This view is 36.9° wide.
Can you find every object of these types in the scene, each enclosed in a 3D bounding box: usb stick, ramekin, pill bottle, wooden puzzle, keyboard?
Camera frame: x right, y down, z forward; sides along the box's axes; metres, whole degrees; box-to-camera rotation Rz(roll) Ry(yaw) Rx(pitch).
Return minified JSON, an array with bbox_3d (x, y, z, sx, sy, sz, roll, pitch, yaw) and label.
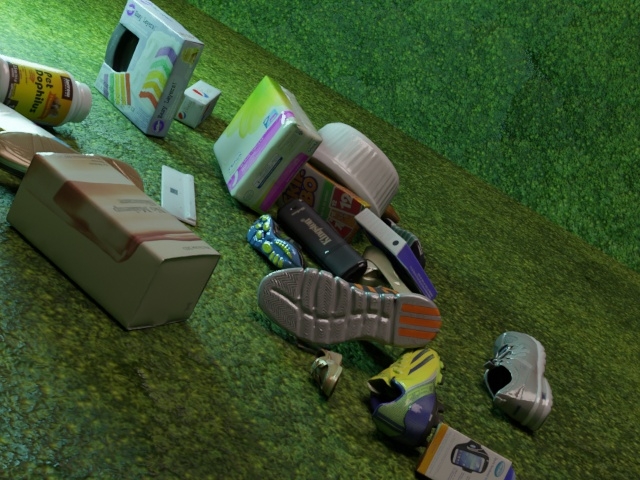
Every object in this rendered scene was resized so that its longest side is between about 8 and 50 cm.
[{"bbox_3d":[0.000,0.000,2.021,0.278,0.077,0.045,45,-10,42],"label":"usb stick"},{"bbox_3d":[0.067,-0.160,2.267,0.273,0.127,0.273,40,-12,11],"label":"ramekin"},{"bbox_3d":[-0.564,-0.291,1.893,0.215,0.117,0.117,6,29,-49],"label":"pill bottle"},{"bbox_3d":[-0.020,0.175,1.623,0.083,0.006,0.049,21,20,-22],"label":"wooden puzzle"},{"bbox_3d":[-0.289,-0.095,1.948,0.072,0.014,0.256,18,20,-16],"label":"keyboard"}]

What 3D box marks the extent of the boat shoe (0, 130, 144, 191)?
[{"bbox_3d":[-0.438,-0.106,1.630,0.285,0.092,0.103,13,42,-45],"label":"boat shoe"}]

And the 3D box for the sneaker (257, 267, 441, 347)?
[{"bbox_3d":[0.040,0.126,1.688,0.321,0.125,0.180,14,-4,-7],"label":"sneaker"}]

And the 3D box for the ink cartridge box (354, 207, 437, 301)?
[{"bbox_3d":[0.178,0.048,2.058,0.208,0.045,0.206,48,-4,43],"label":"ink cartridge box"}]

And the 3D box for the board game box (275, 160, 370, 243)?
[{"bbox_3d":[-0.017,-0.096,2.165,0.259,0.124,0.039,38,22,26],"label":"board game box"}]

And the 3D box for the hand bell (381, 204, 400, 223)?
[{"bbox_3d":[0.111,-0.124,2.516,0.242,0.126,0.126,40,17,-9],"label":"hand bell"}]

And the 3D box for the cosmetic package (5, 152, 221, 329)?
[{"bbox_3d":[-0.319,-0.005,1.471,0.296,0.129,0.153,37,19,22],"label":"cosmetic package"}]

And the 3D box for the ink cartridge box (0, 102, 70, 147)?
[{"bbox_3d":[-0.554,-0.183,1.708,0.181,0.061,0.104,33,18,10],"label":"ink cartridge box"}]

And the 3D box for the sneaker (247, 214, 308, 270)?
[{"bbox_3d":[-0.085,0.013,1.895,0.078,0.067,0.188,41,4,-43],"label":"sneaker"}]

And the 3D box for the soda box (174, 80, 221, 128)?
[{"bbox_3d":[-0.321,-0.357,2.498,0.069,0.074,0.216,28,18,-4],"label":"soda box"}]

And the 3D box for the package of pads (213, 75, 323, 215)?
[{"bbox_3d":[-0.127,-0.211,2.151,0.101,0.229,0.296,31,17,-29],"label":"package of pads"}]

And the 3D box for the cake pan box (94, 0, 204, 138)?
[{"bbox_3d":[-0.406,-0.409,2.241,0.070,0.246,0.267,7,28,-49],"label":"cake pan box"}]

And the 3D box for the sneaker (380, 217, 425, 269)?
[{"bbox_3d":[0.214,0.019,2.273,0.098,0.083,0.224,23,17,-31],"label":"sneaker"}]

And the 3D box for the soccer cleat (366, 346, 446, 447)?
[{"bbox_3d":[0.135,0.232,1.562,0.121,0.093,0.289,25,19,-4],"label":"soccer cleat"}]

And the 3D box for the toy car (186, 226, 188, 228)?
[{"bbox_3d":[-0.227,0.013,1.698,0.122,0.040,0.060,41,22,34],"label":"toy car"}]

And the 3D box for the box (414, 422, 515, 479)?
[{"bbox_3d":[0.218,0.338,1.417,0.136,0.081,0.028,30,-12,0],"label":"box"}]

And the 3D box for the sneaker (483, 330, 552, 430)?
[{"bbox_3d":[0.367,0.245,1.846,0.115,0.105,0.281,26,19,-9],"label":"sneaker"}]

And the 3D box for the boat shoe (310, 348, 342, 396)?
[{"bbox_3d":[0.007,0.207,1.517,0.045,0.050,0.135,24,8,-3],"label":"boat shoe"}]

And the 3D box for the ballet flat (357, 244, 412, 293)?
[{"bbox_3d":[0.124,0.091,1.960,0.086,0.086,0.248,15,24,-36],"label":"ballet flat"}]
